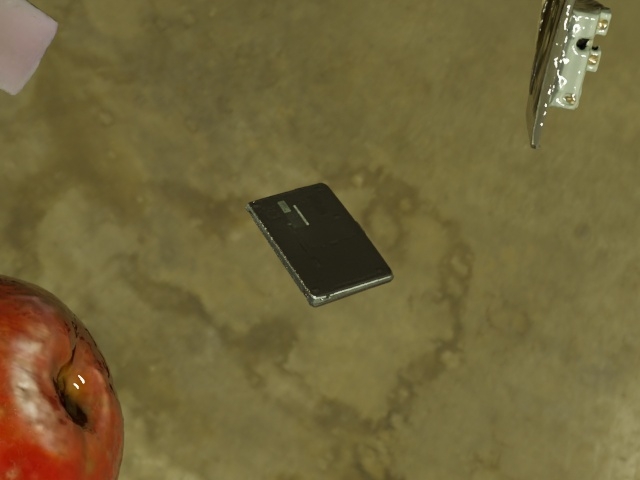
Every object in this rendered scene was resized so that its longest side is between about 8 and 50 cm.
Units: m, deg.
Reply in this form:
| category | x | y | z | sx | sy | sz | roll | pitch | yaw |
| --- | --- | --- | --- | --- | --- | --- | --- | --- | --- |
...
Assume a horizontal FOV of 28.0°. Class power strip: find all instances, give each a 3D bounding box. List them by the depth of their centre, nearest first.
| category | x | y | z | sx | sy | sz | roll | pitch | yaw |
| --- | --- | --- | --- | --- | --- | --- | --- | --- | --- |
| power strip | 0.365 | -0.274 | 1.903 | 0.092 | 0.251 | 0.257 | 10 | 109 | -1 |

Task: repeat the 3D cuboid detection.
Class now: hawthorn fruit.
| category | x | y | z | sx | sy | sz | roll | pitch | yaw |
| --- | --- | --- | --- | --- | --- | --- | --- | --- | --- |
| hawthorn fruit | -0.283 | 0.157 | 0.967 | 0.284 | 0.284 | 0.284 | 9 | 118 | 17 |

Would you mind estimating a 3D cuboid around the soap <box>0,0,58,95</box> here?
| category | x | y | z | sx | sy | sz | roll | pitch | yaw |
| --- | --- | --- | --- | --- | --- | --- | --- | --- | --- |
| soap | -0.462 | -0.294 | 1.331 | 0.296 | 0.285 | 0.107 | 31 | 89 | 30 |

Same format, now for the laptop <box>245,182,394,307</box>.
| category | x | y | z | sx | sy | sz | roll | pitch | yaw |
| --- | --- | --- | --- | --- | --- | --- | --- | --- | --- |
| laptop | 0.000 | 0.000 | 1.914 | 0.207 | 0.154 | 0.026 | 55 | 148 | 30 |
